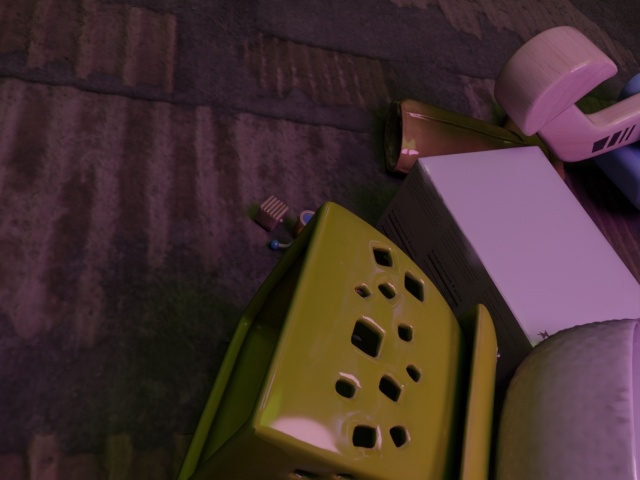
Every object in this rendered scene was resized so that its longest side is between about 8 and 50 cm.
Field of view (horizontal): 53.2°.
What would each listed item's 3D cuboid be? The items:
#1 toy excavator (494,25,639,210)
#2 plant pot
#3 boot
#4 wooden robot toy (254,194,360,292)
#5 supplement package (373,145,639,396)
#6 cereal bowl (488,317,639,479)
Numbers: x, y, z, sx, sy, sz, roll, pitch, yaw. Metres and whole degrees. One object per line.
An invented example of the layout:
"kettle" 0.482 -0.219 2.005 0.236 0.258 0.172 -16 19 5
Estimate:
"toy excavator" 0.470 -0.163 0.929 0.445 0.433 0.222 -25 55 -4
"plant pot" 0.023 0.143 0.568 0.207 0.228 0.227 27 48 -9
"boot" 0.234 -0.177 0.988 0.269 0.089 0.236 11 51 -13
"wooden robot toy" 0.000 0.000 0.757 0.076 0.079 0.173 -28 69 -36
"supplement package" 0.227 0.032 0.785 0.204 0.145 0.262 -9 59 -28
"cereal bowl" 0.230 0.241 0.565 0.339 0.141 0.339 24 62 -56
